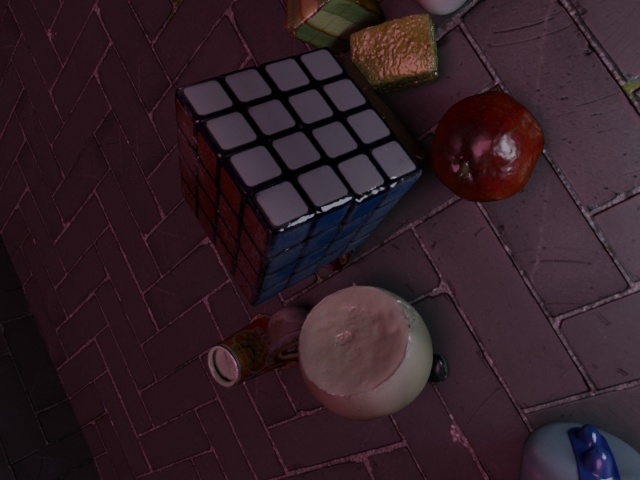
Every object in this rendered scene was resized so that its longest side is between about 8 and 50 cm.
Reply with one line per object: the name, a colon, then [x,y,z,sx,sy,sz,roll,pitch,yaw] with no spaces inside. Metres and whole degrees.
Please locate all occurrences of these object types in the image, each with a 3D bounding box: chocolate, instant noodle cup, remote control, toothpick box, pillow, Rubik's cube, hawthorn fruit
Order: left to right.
instant noodle cup: [-0.225,0.344,1.352,0.193,0.212,0.193,8,103,34]
Rubik's cube: [-0.069,-0.124,0.918,0.344,0.337,0.344,56,152,14]
chocolate: [-0.078,0.268,1.283,0.221,0.221,0.147,-52,43,30]
pillow: [0.083,-0.222,1.048,0.305,0.108,0.308,54,149,10]
remote control: [0.218,0.328,1.147,0.221,0.042,0.072,-9,92,36]
hawthorn fruit: [0.314,-0.176,0.874,0.215,0.249,0.215,29,140,28]
toothpick box: [0.507,0.527,0.858,0.262,0.263,0.355,8,102,33]

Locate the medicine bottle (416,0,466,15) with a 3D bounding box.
medicine bottle: [0.190,-0.618,0.927,0.130,0.130,0.341,-45,73,32]

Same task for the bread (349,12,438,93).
bread: [0.171,-0.413,1.000,0.196,0.102,0.138,-4,100,32]

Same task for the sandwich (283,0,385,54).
sandwich: [0.005,-0.564,1.006,0.155,0.227,0.199,-27,84,34]

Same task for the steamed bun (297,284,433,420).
steamed bun: [0.109,0.271,1.075,0.324,0.206,0.325,-15,53,21]

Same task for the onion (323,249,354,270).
onion: [0.012,-0.010,1.186,0.173,0.135,0.198,53,164,-9]
